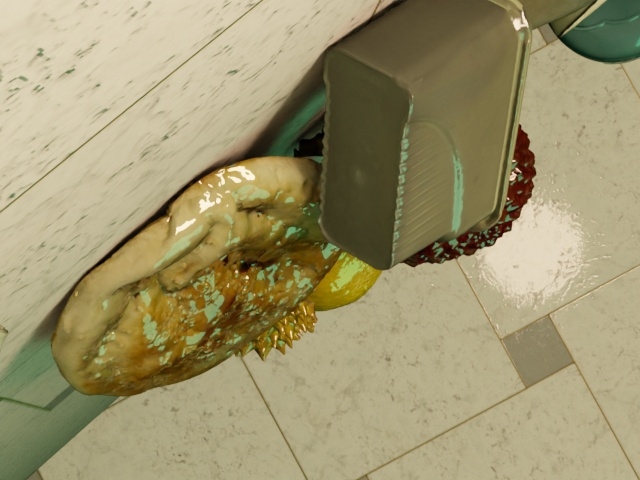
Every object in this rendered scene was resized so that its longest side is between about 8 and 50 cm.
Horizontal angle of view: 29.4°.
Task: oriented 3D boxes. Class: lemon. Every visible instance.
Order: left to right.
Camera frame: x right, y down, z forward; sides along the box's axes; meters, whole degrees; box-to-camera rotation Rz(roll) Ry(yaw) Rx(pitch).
[{"bbox_3d":[0.000,0.000,1.751,0.204,0.204,0.260,-42,172,9],"label":"lemon"}]

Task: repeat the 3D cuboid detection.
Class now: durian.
[{"bbox_3d":[-0.100,0.100,1.635,0.112,0.191,0.341,-59,-169,-13],"label":"durian"}]

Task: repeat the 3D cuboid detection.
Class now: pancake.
[{"bbox_3d":[-0.111,0.046,1.286,0.387,0.082,0.387,-32,159,-14],"label":"pancake"}]

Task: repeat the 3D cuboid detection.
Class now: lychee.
[{"bbox_3d":[0.117,-0.097,1.490,0.264,0.300,0.264,-171,-90,-85],"label":"lychee"}]

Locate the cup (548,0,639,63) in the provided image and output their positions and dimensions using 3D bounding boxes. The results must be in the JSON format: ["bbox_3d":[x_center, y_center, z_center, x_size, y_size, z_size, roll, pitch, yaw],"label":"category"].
[{"bbox_3d":[0.411,-0.371,1.846,0.289,0.219,0.257,-9,-174,14],"label":"cup"}]

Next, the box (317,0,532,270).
[{"bbox_3d":[0.090,-0.102,1.176,0.178,0.138,0.274,-34,142,-36],"label":"box"}]

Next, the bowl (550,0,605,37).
[{"bbox_3d":[0.323,-0.352,1.386,0.238,0.126,0.238,-42,178,-1],"label":"bowl"}]

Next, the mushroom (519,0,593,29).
[{"bbox_3d":[0.245,-0.295,1.253,0.350,0.128,0.128,-39,180,43],"label":"mushroom"}]

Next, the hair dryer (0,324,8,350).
[{"bbox_3d":[-0.322,0.143,0.916,0.206,0.075,0.237,-48,-172,-19],"label":"hair dryer"}]
